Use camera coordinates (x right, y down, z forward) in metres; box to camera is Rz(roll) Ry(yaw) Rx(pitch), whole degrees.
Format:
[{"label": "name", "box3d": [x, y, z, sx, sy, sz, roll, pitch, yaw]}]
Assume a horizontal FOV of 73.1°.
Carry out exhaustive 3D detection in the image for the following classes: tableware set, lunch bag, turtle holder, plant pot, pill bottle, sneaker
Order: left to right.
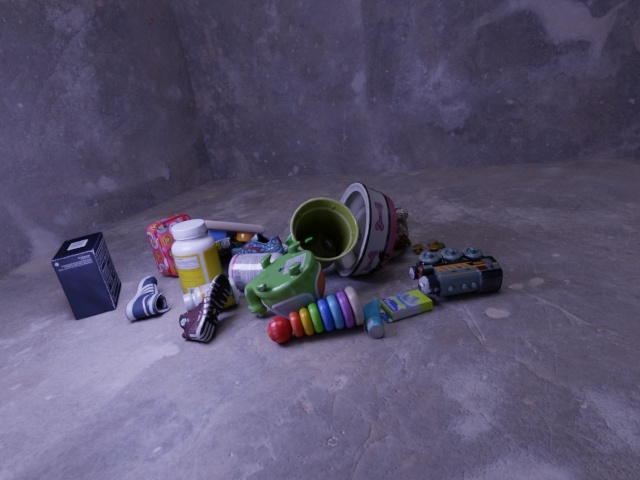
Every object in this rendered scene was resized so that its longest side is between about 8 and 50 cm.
[{"label": "sneaker", "box3d": [-0.725, 0.240, 1.888, 0.153, 0.099, 0.282, -12, 27, 5]}, {"label": "lunch bag", "box3d": [-0.727, 0.017, 2.212, 0.120, 0.294, 0.258, 1, 22, 37]}, {"label": "pill bottle", "box3d": [-0.536, 0.087, 1.881, 0.187, 0.334, 0.188, -7, 20, 3]}, {"label": "sneaker", "box3d": [-0.459, 0.252, 1.649, 0.162, 0.106, 0.282, -10, 44, 25]}, {"label": "pill bottle", "box3d": [-0.447, 0.233, 1.766, 0.208, 0.118, 0.117, -15, 21, -17]}, {"label": "sneaker", "box3d": [-0.295, 0.021, 2.000, 0.261, 0.125, 0.104, -5, 21, 13]}, {"label": "pill bottle", "box3d": [-0.239, 0.134, 1.880, 0.282, 0.161, 0.160, -2, 22, 17]}, {"label": "turtle holder", "box3d": [-0.128, 0.184, 1.598, 0.320, 0.228, 0.243, -37, 26, -7]}, {"label": "plant pot", "box3d": [0.000, 0.000, 1.818, 0.275, 0.276, 0.254, -15, -20, -15]}, {"label": "tableware set", "box3d": [0.505, 0.033, 2.035, 0.154, 0.024, 0.104, -18, 25, -25]}]

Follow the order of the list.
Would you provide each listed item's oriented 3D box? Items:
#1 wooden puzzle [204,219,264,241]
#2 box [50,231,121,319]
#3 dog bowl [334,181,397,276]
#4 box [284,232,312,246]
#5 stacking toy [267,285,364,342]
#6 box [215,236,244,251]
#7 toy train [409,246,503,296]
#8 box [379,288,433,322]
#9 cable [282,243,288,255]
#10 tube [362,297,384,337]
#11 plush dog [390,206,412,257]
[{"label": "wooden puzzle", "box3d": [-0.488, -0.025, 2.311, 0.321, 0.081, 0.347, 5, -11, -19]}, {"label": "box", "box3d": [-1.062, 0.155, 1.980, 0.182, 0.294, 0.296, -17, 21, -14]}, {"label": "dog bowl", "box3d": [0.188, -0.039, 1.864, 0.150, 0.409, 0.408, 8, 15, -18]}, {"label": "box", "box3d": [-0.052, -0.070, 2.121, 0.126, 0.262, 0.231, 35, 3, -3]}, {"label": "stacking toy", "box3d": [-0.022, 0.273, 1.489, 0.329, 0.141, 0.141, -18, 21, -6]}, {"label": "box", "box3d": [-0.512, 0.051, 2.165, 0.216, 0.060, 0.270, -14, -8, 2]}, {"label": "toy train", "box3d": [0.511, 0.123, 1.620, 0.333, 0.142, 0.190, -6, 29, -8]}, {"label": "box", "box3d": [0.299, 0.234, 1.558, 0.178, 0.043, 0.109, -13, 21, -14]}, {"label": "cable", "box3d": [-0.285, 0.090, 2.121, 0.257, 0.089, 0.257, -26, 26, -34]}, {"label": "tube", "box3d": [0.181, 0.266, 1.513, 0.080, 0.052, 0.207, -28, 18, 8]}, {"label": "plush dog", "box3d": [0.329, 0.004, 2.020, 0.262, 0.211, 0.225, -31, 18, 41]}]
